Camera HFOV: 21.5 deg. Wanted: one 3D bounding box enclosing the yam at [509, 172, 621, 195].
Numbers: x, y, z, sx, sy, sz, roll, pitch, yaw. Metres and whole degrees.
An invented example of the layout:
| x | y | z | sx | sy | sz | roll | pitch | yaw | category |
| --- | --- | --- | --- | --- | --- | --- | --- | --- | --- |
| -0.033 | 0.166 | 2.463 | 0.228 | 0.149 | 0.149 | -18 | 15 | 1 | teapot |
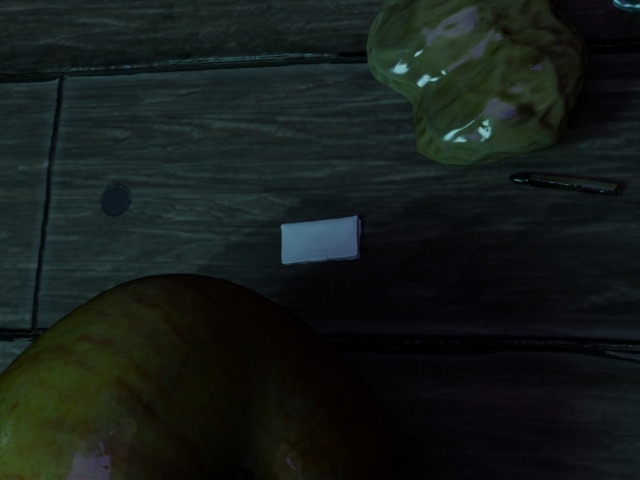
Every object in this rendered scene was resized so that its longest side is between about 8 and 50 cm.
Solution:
| x | y | z | sx | sy | sz | roll | pitch | yaw | category |
| --- | --- | --- | --- | --- | --- | --- | --- | --- | --- |
| 0.228 | -0.053 | 1.582 | 0.107 | 0.014 | 0.014 | 8 | 80 | 23 | yam |

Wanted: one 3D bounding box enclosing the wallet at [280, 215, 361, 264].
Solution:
| x | y | z | sx | sy | sz | roll | pitch | yaw | category |
| --- | --- | --- | --- | --- | --- | --- | --- | --- | --- |
| 0.000 | 0.000 | 1.662 | 0.083 | 0.011 | 0.044 | -5 | 75 | 20 | wallet |

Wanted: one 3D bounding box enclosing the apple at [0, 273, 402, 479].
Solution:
| x | y | z | sx | sy | sz | roll | pitch | yaw | category |
| --- | --- | --- | --- | --- | --- | --- | --- | --- | --- |
| -0.126 | 0.237 | 1.456 | 0.333 | 0.400 | 0.400 | -22 | 63 | 60 | apple |

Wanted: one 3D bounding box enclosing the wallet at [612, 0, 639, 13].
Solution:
| x | y | z | sx | sy | sz | roll | pitch | yaw | category |
| --- | --- | --- | --- | --- | --- | --- | --- | --- | --- |
| 0.455 | -0.286 | 1.519 | 0.342 | 0.075 | 0.237 | 18 | 81 | 25 | wallet |

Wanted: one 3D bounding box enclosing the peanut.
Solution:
| x | y | z | sx | sy | sz | roll | pitch | yaw | category |
| --- | --- | --- | --- | --- | --- | --- | --- | --- | --- |
| 0.151 | -0.173 | 1.590 | 0.197 | 0.110 | 0.233 | -29 | 68 | 8 | peanut |
